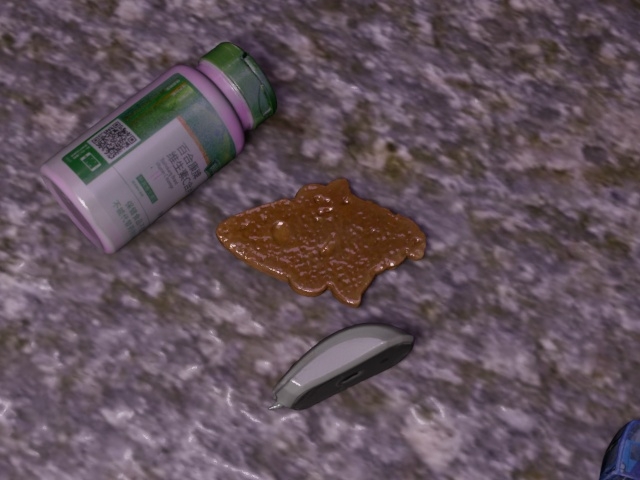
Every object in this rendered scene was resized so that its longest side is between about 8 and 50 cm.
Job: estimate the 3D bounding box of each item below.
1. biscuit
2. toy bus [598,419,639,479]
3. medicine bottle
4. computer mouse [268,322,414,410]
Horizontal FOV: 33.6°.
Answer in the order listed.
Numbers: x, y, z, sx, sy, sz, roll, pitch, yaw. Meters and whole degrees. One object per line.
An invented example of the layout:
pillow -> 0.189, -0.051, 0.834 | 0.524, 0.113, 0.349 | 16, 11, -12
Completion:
biscuit -> 0.000, 0.000, 1.267 | 0.250, 0.035, 0.162 | 5, 64, -2
toy bus -> 0.428, 0.271, 1.168 | 0.237, 0.079, 0.094 | 17, 53, 3
medicine bottle -> -0.183, -0.116, 1.249 | 0.274, 0.133, 0.133 | -41, 76, -16
computer mouse -> 0.016, 0.137, 1.190 | 0.182, 0.089, 0.056 | -26, 62, -10
